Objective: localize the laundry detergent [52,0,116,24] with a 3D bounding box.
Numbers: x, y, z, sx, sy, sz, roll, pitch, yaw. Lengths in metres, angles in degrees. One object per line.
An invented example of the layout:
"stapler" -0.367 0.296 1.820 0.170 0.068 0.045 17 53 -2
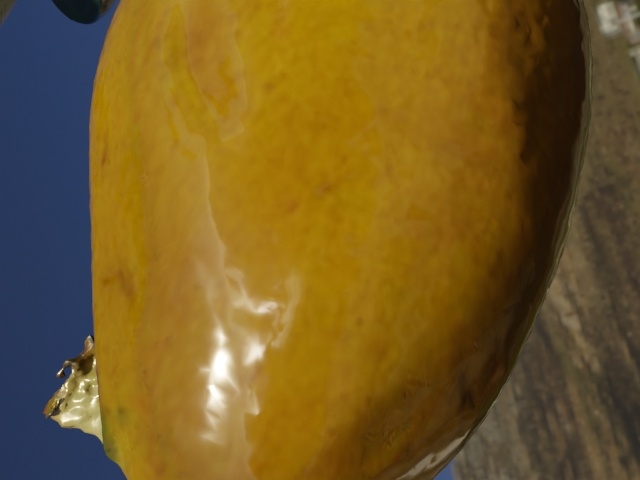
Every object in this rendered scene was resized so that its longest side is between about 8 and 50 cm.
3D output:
"laundry detergent" -0.154 -0.286 1.029 0.211 0.063 0.137 -60 -8 -23

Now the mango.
"mango" -0.001 -0.017 0.364 0.147 0.109 0.227 22 -105 -9

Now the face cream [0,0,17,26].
"face cream" -0.306 -0.285 1.175 0.092 0.092 0.311 55 -150 -31

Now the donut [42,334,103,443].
"donut" 0.003 -0.004 0.557 0.101 0.259 0.152 41 -176 -1
